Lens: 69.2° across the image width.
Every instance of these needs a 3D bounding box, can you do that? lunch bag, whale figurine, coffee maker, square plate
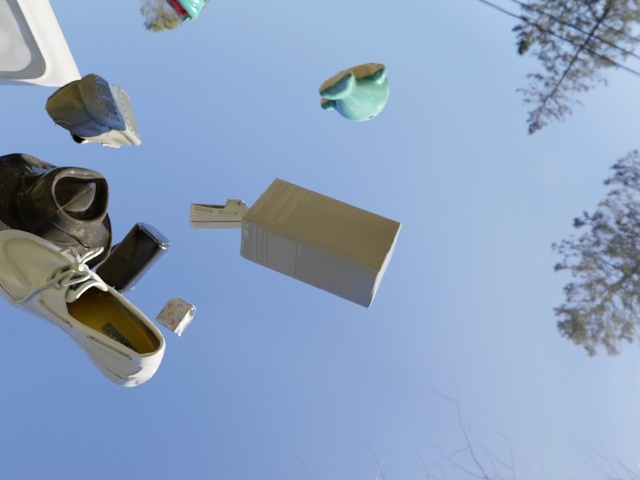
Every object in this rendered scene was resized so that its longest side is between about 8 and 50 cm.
[{"bbox_3d":[-0.376,0.196,1.217,0.071,0.053,0.083,24,-112,15],"label":"lunch bag"},{"bbox_3d":[0.098,-0.409,1.303,0.141,0.216,0.272,65,-154,-3],"label":"whale figurine"},{"bbox_3d":[-0.495,0.052,1.232,0.120,0.178,0.171,41,-177,-27],"label":"coffee maker"},{"bbox_3d":[-0.727,-0.457,0.948,0.347,0.344,0.049,-2,-129,-3],"label":"square plate"}]

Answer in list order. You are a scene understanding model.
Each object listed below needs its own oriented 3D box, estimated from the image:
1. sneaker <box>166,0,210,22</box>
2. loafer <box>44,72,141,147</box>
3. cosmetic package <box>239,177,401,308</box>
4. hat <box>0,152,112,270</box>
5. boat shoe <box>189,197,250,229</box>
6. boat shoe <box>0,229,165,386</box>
[{"bbox_3d":[-0.203,-0.484,0.854,0.124,0.178,0.295,54,-155,10],"label":"sneaker"},{"bbox_3d":[-0.351,-0.197,0.726,0.087,0.251,0.094,-14,-87,-7],"label":"loafer"},{"bbox_3d":[0.000,0.000,0.766,0.238,0.107,0.127,24,-134,12],"label":"cosmetic package"},{"bbox_3d":[-0.541,-0.087,0.997,0.331,0.134,0.331,51,-162,-23],"label":"hat"},{"bbox_3d":[-0.263,-0.085,1.393,0.267,0.088,0.096,-1,-168,7],"label":"boat shoe"},{"bbox_3d":[-0.408,0.086,0.778,0.367,0.156,0.136,43,-140,3],"label":"boat shoe"}]
